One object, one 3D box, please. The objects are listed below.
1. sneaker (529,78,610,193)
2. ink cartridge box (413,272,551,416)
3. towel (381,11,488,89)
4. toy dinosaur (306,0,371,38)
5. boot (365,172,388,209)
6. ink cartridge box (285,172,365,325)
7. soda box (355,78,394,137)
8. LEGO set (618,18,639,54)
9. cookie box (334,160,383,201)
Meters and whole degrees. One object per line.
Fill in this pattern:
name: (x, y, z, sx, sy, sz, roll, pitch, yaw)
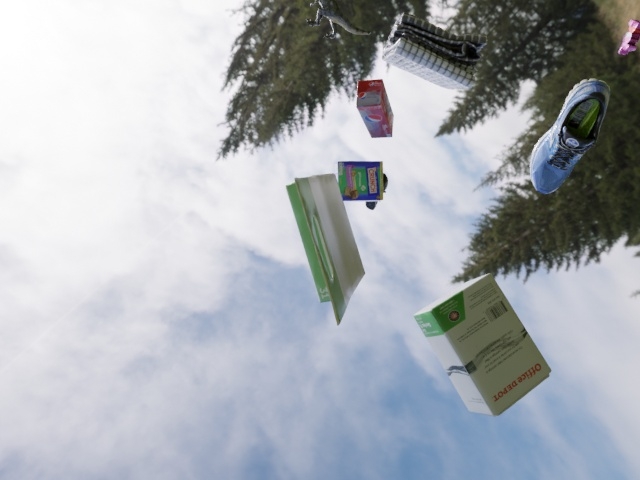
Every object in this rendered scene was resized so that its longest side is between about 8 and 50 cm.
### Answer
sneaker: (0.687, -0.276, 1.191, 0.129, 0.330, 0.147, 22, -144, 17)
ink cartridge box: (0.297, 0.191, 0.788, 0.152, 0.087, 0.209, -26, -100, -18)
towel: (0.293, -0.508, 1.133, 0.234, 0.122, 0.284, 22, -163, -5)
toy dinosaur: (0.030, -0.724, 1.371, 0.268, 0.118, 0.064, 44, -136, -7)
boot: (0.167, -0.156, 1.237, 0.045, 0.121, 0.099, 24, -117, 17)
ink cartridge box: (0.000, 0.000, 0.562, 0.235, 0.056, 0.171, -35, -71, -72)
soda box: (0.190, -0.441, 1.442, 0.263, 0.083, 0.092, 28, -114, -70)
LEGO set: (0.728, -0.397, 0.909, 0.086, 0.093, 0.227, 12, -143, 5)
cookie box: (0.089, -0.136, 0.980, 0.107, 0.040, 0.092, -2, -86, -8)
